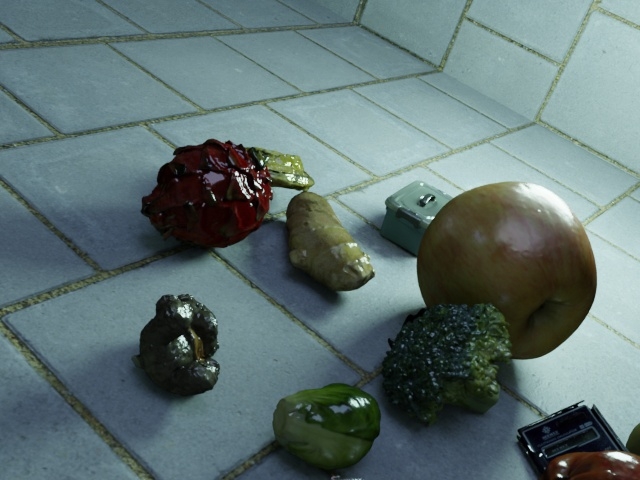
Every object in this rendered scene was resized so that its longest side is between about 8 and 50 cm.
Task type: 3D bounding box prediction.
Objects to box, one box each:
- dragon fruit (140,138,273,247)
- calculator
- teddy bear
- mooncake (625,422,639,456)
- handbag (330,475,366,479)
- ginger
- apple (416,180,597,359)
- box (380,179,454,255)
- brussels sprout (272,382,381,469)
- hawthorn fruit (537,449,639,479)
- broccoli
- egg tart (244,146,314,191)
[{"bbox_3d":[-0.246,-0.101,1.640,0.298,0.244,0.244,-15,43,-24],"label":"dragon fruit"},{"bbox_3d":[0.487,0.419,1.365,0.165,0.028,0.274,-25,38,0],"label":"calculator"},{"bbox_3d":[-0.242,0.175,1.323,0.177,0.140,0.190,64,22,-8],"label":"teddy bear"},{"bbox_3d":[0.750,0.363,1.281,0.262,0.467,0.467,12,31,-14],"label":"mooncake"},{"bbox_3d":[0.050,0.450,1.054,0.205,0.116,0.179,38,34,29],"label":"handbag"},{"bbox_3d":[0.000,0.000,1.742,0.189,0.126,0.354,-4,34,-18],"label":"ginger"},{"bbox_3d":[0.400,0.066,1.615,0.391,0.391,0.346,4,39,-26],"label":"apple"},{"bbox_3d":[0.266,-0.064,1.988,0.162,0.130,0.227,31,31,19],"label":"box"},{"bbox_3d":[0.018,0.304,1.252,0.183,0.131,0.145,-8,35,-46],"label":"brussels sprout"},{"bbox_3d":[0.452,0.472,1.134,0.298,0.277,0.277,33,31,2],"label":"hawthorn fruit"},{"bbox_3d":[0.254,0.239,1.457,0.243,0.263,0.247,39,-11,-26],"label":"broccoli"},{"bbox_3d":[-0.148,-0.182,1.873,0.278,0.095,0.279,11,3,0],"label":"egg tart"}]
